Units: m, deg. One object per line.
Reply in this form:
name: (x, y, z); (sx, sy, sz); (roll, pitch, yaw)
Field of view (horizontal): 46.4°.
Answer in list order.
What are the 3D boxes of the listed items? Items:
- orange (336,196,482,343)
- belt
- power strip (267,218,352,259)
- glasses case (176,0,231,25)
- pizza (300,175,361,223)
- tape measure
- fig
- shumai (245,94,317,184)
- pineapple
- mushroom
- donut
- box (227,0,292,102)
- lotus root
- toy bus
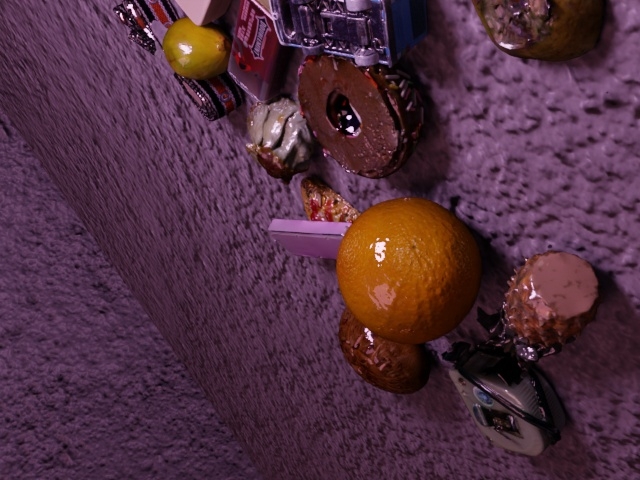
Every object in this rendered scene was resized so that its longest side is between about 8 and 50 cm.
orange: (0.158, 0.055, 1.352); (0.274, 0.274, 0.274); (36, 148, 27)
belt: (-0.317, -0.420, 1.675); (0.359, 0.094, 0.126); (48, 150, 6)
power strip: (0.000, 0.000, 1.637); (0.279, 0.037, 0.109); (5, 149, 47)
glasses case: (-0.204, -0.548, 1.383); (0.144, 0.076, 0.336); (51, 152, 0)
pizza: (0.032, -0.044, 1.632); (0.199, 0.062, 0.188); (16, 138, 45)
tape measure: (0.371, 0.318, 1.497); (0.207, 0.115, 0.235); (-3, 120, 59)
fig: (-0.254, -0.402, 1.566); (0.153, 0.136, 0.121); (7, 165, -2)
shumai: (-0.102, -0.203, 1.561); (0.184, 0.142, 0.184); (32, 145, 27)
pineapple: (0.359, 0.132, 1.283); (0.170, 0.141, 0.310); (16, 152, 5)
mushroom: (0.141, 0.248, 1.722); (0.253, 0.153, 0.253); (44, 160, 20)
donut: (0.070, -0.234, 1.319); (0.270, 0.103, 0.269); (34, 144, 29)
box: (-0.112, -0.383, 1.450); (0.120, 0.069, 0.224); (46, 150, 10)
lotus root: (0.264, -0.314, 0.974); (0.183, 0.078, 0.203); (-9, 114, 57)
toy bus: (0.042, -0.362, 1.179); (0.234, 0.133, 0.116); (22, 141, 35)
